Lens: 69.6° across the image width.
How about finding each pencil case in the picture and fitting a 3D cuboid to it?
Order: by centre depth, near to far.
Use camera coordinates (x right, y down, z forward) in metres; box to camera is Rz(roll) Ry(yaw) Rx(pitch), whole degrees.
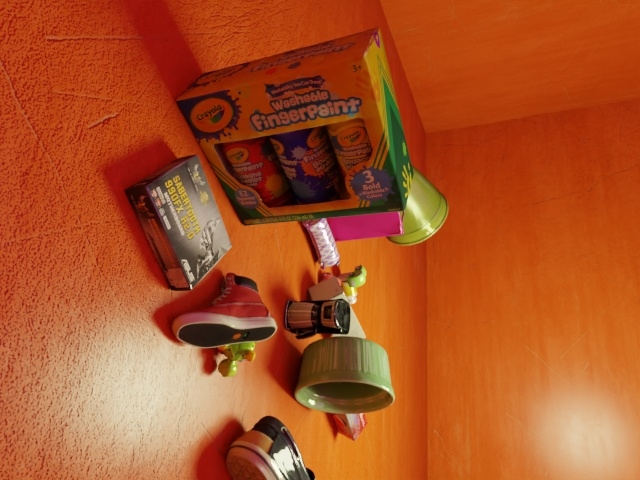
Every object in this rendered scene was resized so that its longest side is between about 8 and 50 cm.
[{"bbox_3d":[0.000,0.000,1.600,0.088,0.086,0.206,-40,126,-29],"label":"pencil case"}]

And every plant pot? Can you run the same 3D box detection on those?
[{"bbox_3d":[0.397,-0.223,2.293,0.353,0.366,0.367,46,43,-39],"label":"plant pot"}]

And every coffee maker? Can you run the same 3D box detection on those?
[{"bbox_3d":[0.002,0.233,1.429,0.171,0.178,0.120,-9,94,-67],"label":"coffee maker"}]

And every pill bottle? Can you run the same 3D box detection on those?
[{"bbox_3d":[0.111,0.192,1.837,0.065,0.065,0.117,-45,126,-61],"label":"pill bottle"}]

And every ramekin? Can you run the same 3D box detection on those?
[{"bbox_3d":[0.074,0.418,1.427,0.303,0.303,0.148,58,27,-47],"label":"ramekin"}]

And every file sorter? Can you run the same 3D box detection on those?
[{"bbox_3d":[0.160,-0.138,1.738,0.182,0.290,0.202,-66,144,-53],"label":"file sorter"}]

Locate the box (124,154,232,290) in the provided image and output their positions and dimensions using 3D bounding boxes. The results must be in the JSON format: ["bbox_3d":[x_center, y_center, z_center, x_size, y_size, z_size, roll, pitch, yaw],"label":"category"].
[{"bbox_3d":[-0.285,-0.039,0.964,0.183,0.056,0.231,-56,136,-55],"label":"box"}]

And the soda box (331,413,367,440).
[{"bbox_3d":[0.087,0.588,1.653,0.092,0.083,0.264,-41,126,-38],"label":"soda box"}]

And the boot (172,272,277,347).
[{"bbox_3d":[-0.232,0.144,1.041,0.244,0.088,0.176,8,40,-42],"label":"boot"}]

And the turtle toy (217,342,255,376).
[{"bbox_3d":[-0.201,0.255,1.079,0.095,0.066,0.130,26,50,-14],"label":"turtle toy"}]

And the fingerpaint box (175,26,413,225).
[{"bbox_3d":[-0.044,-0.234,1.073,0.163,0.444,0.371,-69,146,-44],"label":"fingerpaint box"}]

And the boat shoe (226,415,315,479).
[{"bbox_3d":[-0.076,0.655,1.165,0.156,0.186,0.501,-49,125,-52],"label":"boat shoe"}]

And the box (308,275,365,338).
[{"bbox_3d":[0.060,0.259,1.616,0.094,0.113,0.275,-117,-178,-50],"label":"box"}]

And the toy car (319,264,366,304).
[{"bbox_3d":[0.109,0.174,1.743,0.225,0.053,0.239,-41,128,-31],"label":"toy car"}]
